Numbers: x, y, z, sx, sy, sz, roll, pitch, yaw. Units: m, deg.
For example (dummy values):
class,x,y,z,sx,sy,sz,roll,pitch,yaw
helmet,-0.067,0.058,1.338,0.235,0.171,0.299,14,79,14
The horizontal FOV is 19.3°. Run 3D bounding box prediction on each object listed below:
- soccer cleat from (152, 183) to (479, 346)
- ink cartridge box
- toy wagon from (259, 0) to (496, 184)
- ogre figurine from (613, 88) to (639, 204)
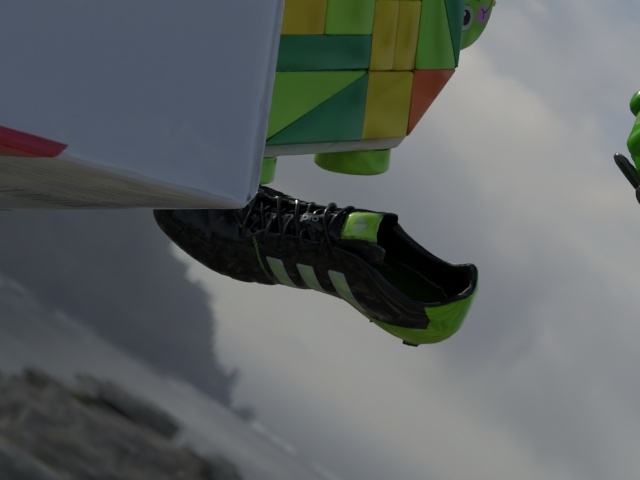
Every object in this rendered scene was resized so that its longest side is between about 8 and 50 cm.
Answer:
class,x,y,z,sx,sy,sz,roll,pitch,yaw
soccer cleat,0.000,0.000,0.992,0.179,0.060,0.072,22,-32,-6
ink cartridge box,-0.099,-0.045,0.423,0.109,0.063,0.150,14,-9,-42
toy wagon,0.027,-0.177,1.313,0.068,0.267,0.344,17,16,41
ogre figurine,0.179,-0.036,0.653,0.118,0.097,0.197,54,24,-5
